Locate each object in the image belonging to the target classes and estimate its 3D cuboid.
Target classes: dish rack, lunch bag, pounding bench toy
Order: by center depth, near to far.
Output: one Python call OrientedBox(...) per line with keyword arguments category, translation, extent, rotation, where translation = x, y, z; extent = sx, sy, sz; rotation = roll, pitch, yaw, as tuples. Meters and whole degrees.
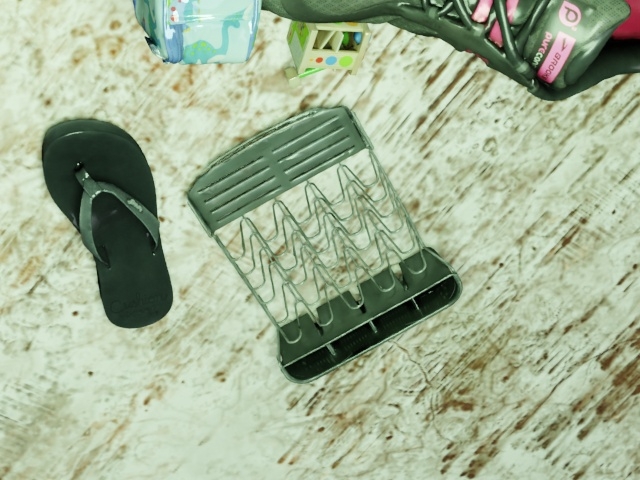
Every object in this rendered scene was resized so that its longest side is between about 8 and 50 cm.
OrientedBox(category="lunch bag", translation=(-0.105, -0.259, 1.280), extent=(0.090, 0.176, 0.219), rotation=(-4, 115, -13))
OrientedBox(category="pounding bench toy", translation=(0.006, -0.178, 1.463), extent=(0.065, 0.052, 0.083), rotation=(1, 136, -20))
OrientedBox(category="dish rack", translation=(0.000, 0.000, 1.578), extent=(0.208, 0.074, 0.271), rotation=(-30, 128, 3))

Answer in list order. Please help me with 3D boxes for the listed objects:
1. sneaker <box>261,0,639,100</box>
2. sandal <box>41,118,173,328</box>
OrientedBox(category="sneaker", translation=(0.168, -0.234, 1.378), extent=(0.483, 0.202, 0.185), rotation=(0, 129, -19))
OrientedBox(category="sandal", translation=(-0.193, -0.011, 1.515), extent=(0.097, 0.054, 0.254), rotation=(-21, 129, -4))
